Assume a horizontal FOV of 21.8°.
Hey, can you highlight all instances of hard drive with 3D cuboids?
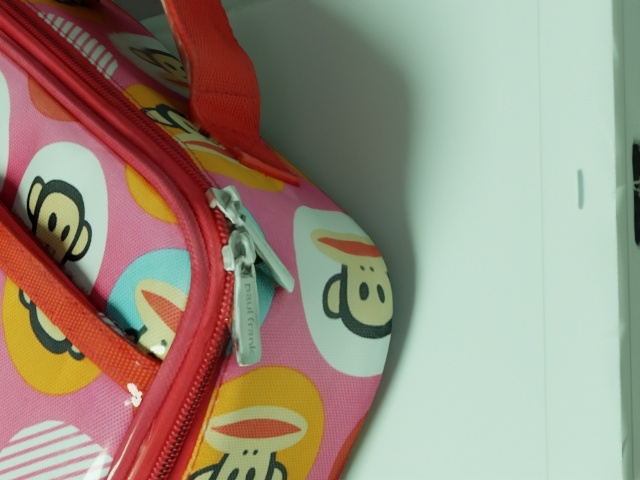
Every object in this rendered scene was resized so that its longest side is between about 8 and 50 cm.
[{"bbox_3d":[0.000,0.000,0.619,0.307,0.040,0.203,-8,79,48],"label":"hard drive"}]

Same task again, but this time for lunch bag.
[{"bbox_3d":[-0.104,0.016,0.623,0.293,0.120,0.258,40,111,42],"label":"lunch bag"}]
